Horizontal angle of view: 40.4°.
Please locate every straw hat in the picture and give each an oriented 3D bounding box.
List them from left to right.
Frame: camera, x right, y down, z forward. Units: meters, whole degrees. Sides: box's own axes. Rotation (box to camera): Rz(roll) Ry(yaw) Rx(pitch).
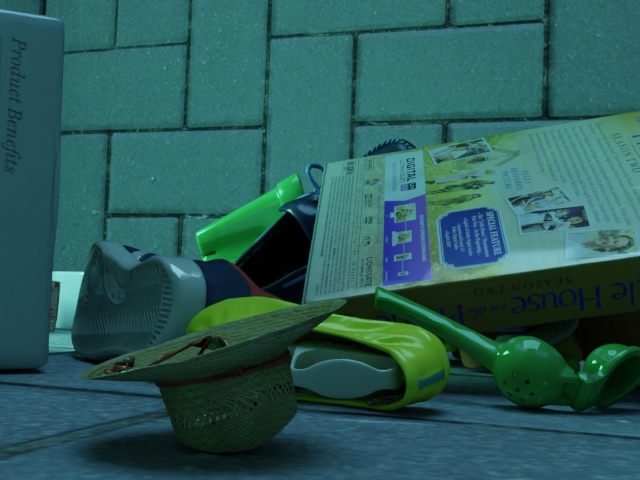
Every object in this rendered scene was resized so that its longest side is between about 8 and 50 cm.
[{"bbox_3d":[-0.048,0.079,0.458,0.145,0.061,0.144,-15,0,0],"label":"straw hat"}]

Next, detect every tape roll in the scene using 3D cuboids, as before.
[{"bbox_3d":[-0.334,0.108,1.549,0.286,0.100,0.286,2,-4,0],"label":"tape roll"}]

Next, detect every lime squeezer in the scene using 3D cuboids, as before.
[{"bbox_3d":[0.197,0.093,0.682,0.311,0.058,0.110,5,16,0],"label":"lime squeezer"}]

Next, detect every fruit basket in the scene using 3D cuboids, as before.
[{"bbox_3d":[0.024,0.044,1.340,0.392,0.282,0.392,-16,-3,-1],"label":"fruit basket"}]

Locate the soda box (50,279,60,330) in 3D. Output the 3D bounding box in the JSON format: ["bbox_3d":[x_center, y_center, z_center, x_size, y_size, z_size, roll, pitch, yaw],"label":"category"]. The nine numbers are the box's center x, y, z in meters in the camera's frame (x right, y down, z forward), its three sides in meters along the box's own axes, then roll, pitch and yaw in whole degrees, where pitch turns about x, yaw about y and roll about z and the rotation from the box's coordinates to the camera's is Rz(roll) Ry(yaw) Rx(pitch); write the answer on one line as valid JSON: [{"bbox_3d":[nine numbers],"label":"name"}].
[{"bbox_3d":[-0.527,0.095,1.301,0.092,0.083,0.263,1,-4,38],"label":"soda box"}]

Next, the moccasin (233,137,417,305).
[{"bbox_3d":[0.000,0.000,1.078,0.138,0.342,0.117,38,-6,40],"label":"moccasin"}]

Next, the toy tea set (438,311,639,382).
[{"bbox_3d":[0.237,0.111,0.979,0.200,0.124,0.336,-28,10,-17],"label":"toy tea set"}]

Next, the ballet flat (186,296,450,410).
[{"bbox_3d":[-0.020,0.088,0.649,0.231,0.077,0.077,3,14,26],"label":"ballet flat"}]

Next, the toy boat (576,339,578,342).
[{"bbox_3d":[0.331,0.110,1.227,0.231,0.150,0.151,4,26,-29],"label":"toy boat"}]

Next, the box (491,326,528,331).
[{"bbox_3d":[0.184,0.030,0.991,0.201,0.057,0.293,-31,11,-28],"label":"box"}]

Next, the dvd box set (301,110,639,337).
[{"bbox_3d":[0.203,-0.026,0.855,0.421,0.062,0.307,-9,28,9],"label":"dvd box set"}]

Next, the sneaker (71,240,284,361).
[{"bbox_3d":[-0.153,0.075,0.905,0.148,0.131,0.350,12,-2,-30],"label":"sneaker"}]

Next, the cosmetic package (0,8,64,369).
[{"bbox_3d":[-0.481,-0.050,0.837,0.394,0.329,0.327,5,-4,-28],"label":"cosmetic package"}]
